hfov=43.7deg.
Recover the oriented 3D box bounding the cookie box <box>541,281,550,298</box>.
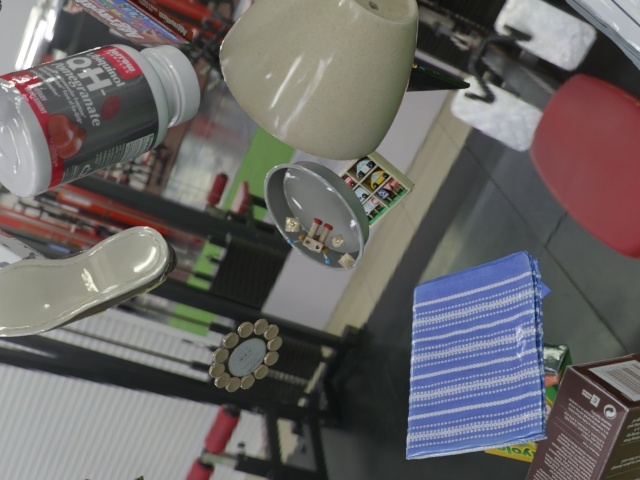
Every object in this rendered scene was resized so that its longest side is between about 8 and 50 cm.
[{"bbox_3d":[0.390,0.097,1.581,0.040,0.092,0.107,-41,-12,-24],"label":"cookie box"}]

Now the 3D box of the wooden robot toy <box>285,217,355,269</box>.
[{"bbox_3d":[0.000,0.000,1.728,0.076,0.173,0.079,-62,-1,-2],"label":"wooden robot toy"}]

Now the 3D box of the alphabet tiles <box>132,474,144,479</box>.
[{"bbox_3d":[-0.329,0.554,1.429,0.198,0.009,0.237,90,173,-81],"label":"alphabet tiles"}]

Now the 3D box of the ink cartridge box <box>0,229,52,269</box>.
[{"bbox_3d":[-0.642,0.066,1.704,0.092,0.218,0.158,-56,6,-1],"label":"ink cartridge box"}]

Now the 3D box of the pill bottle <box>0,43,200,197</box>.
[{"bbox_3d":[-0.347,-0.200,1.228,0.318,0.176,0.176,-31,-12,-39],"label":"pill bottle"}]

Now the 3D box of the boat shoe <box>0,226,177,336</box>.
[{"bbox_3d":[-0.378,0.071,1.228,0.097,0.324,0.117,68,-179,-77],"label":"boat shoe"}]

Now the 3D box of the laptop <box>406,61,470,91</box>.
[{"bbox_3d":[0.115,-0.522,1.986,0.382,0.408,0.236,8,91,44],"label":"laptop"}]

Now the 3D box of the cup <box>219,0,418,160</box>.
[{"bbox_3d":[0.031,-0.334,1.336,0.237,0.331,0.331,-49,27,43],"label":"cup"}]

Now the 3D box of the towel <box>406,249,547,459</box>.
[{"bbox_3d":[0.250,0.183,1.319,0.243,0.040,0.336,-19,46,31],"label":"towel"}]

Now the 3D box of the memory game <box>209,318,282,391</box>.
[{"bbox_3d":[-0.162,0.253,1.752,0.012,0.186,0.186,36,108,42],"label":"memory game"}]

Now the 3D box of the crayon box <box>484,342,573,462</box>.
[{"bbox_3d":[0.396,0.329,1.533,0.202,0.318,0.081,2,40,36],"label":"crayon box"}]

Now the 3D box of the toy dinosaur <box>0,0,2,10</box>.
[{"bbox_3d":[-0.527,-0.225,0.979,0.218,0.322,0.164,41,-133,-66],"label":"toy dinosaur"}]

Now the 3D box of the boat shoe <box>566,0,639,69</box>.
[{"bbox_3d":[0.395,-0.257,0.959,0.076,0.226,0.083,-45,-7,11],"label":"boat shoe"}]

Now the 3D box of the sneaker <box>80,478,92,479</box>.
[{"bbox_3d":[-0.490,0.541,1.572,0.065,0.061,0.158,-43,25,56],"label":"sneaker"}]

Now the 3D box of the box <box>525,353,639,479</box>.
[{"bbox_3d":[0.480,0.397,1.391,0.143,0.191,0.381,38,123,50],"label":"box"}]

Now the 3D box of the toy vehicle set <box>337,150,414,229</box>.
[{"bbox_3d":[0.106,-0.118,2.136,0.267,0.166,0.035,-44,11,40],"label":"toy vehicle set"}]

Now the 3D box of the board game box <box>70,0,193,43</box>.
[{"bbox_3d":[-0.372,-0.428,1.450,0.145,0.281,0.027,9,82,30],"label":"board game box"}]

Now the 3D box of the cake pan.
[{"bbox_3d":[-0.005,-0.062,1.830,0.054,0.293,0.293,-43,1,-32],"label":"cake pan"}]
